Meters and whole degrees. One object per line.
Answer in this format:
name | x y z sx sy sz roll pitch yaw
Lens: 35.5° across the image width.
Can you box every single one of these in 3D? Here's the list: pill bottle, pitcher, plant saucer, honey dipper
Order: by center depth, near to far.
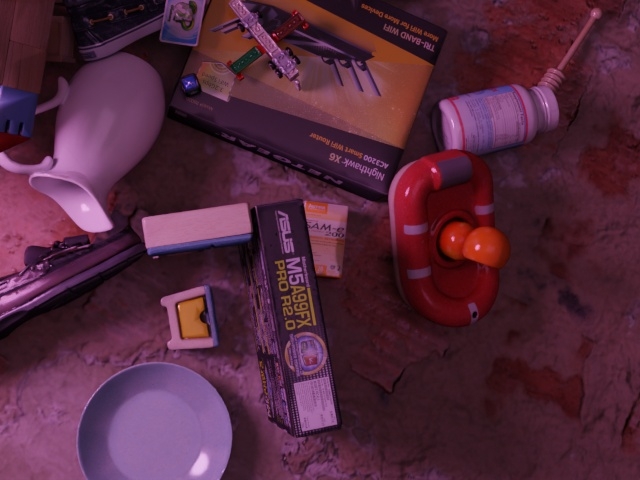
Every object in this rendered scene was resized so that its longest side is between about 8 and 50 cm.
pitcher | -0.289 -0.140 1.218 0.177 0.125 0.207 36 60 -31
plant saucer | -0.211 0.251 1.273 0.194 0.037 0.195 1 86 -12
pill bottle | 0.240 -0.165 1.371 0.160 0.087 0.087 -14 88 -12
honey dipper | 0.362 -0.271 1.433 0.030 0.030 0.161 38 77 -6

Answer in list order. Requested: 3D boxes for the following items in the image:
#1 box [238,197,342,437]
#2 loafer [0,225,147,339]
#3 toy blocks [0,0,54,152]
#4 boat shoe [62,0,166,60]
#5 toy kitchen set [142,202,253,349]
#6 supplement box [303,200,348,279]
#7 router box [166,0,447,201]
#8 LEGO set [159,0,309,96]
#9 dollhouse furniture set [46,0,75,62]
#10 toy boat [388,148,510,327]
box | -0.045 0.094 1.228 0.060 0.216 0.270 -9 87 -11
loafer | -0.363 0.050 1.226 0.302 0.109 0.095 -30 88 -9
toy blocks | -0.438 -0.197 1.125 0.190 0.381 0.261 7 94 -52
boat shoe | -0.240 -0.299 1.253 0.183 0.065 0.083 -44 129 -42
toy kitchen set | -0.138 0.051 1.212 0.122 0.207 0.166 -9 88 -7
supplement box | 0.000 0.000 1.335 0.062 0.036 0.099 6 84 -11
router box | -0.017 -0.222 1.326 0.308 0.081 0.243 21 82 -9
LEGO set | -0.103 -0.291 1.262 0.182 0.060 0.244 9 83 3
dollhouse furniture set | -0.363 -0.323 1.281 0.160 0.101 0.182 8 100 22
toy boat | 0.184 0.004 1.289 0.151 0.151 0.231 -17 112 -27
